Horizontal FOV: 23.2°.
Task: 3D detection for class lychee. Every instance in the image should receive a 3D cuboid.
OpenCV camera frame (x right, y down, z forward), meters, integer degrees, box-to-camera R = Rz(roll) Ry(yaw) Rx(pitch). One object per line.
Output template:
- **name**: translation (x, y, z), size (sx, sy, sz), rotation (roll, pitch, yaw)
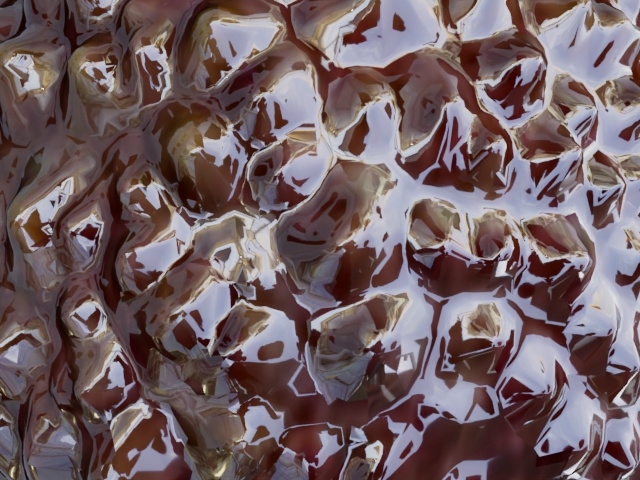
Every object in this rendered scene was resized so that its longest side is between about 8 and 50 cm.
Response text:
- **lychee**: translation (0.000, 0.000, 0.542), size (0.306, 0.306, 0.330), rotation (-9, 116, -61)
